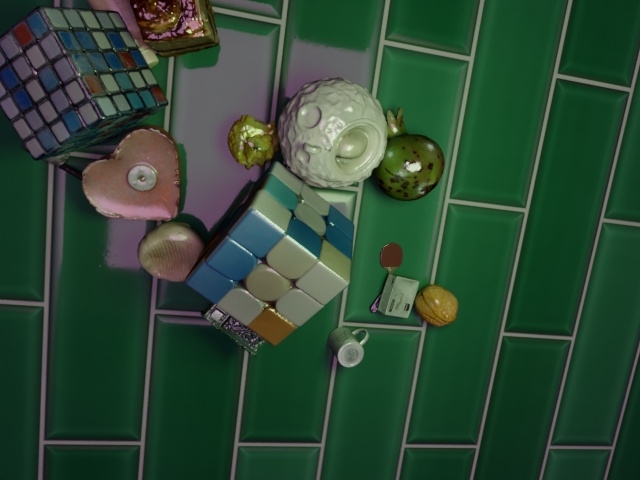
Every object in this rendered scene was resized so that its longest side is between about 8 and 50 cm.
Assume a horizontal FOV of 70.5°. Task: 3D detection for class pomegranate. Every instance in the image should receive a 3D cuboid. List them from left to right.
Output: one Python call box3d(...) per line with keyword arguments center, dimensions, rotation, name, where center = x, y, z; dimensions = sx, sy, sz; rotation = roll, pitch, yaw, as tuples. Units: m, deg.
box3d(center=(0.266, -0.278, 1.495), dimensions=(0.242, 0.242, 0.306), rotation=(-38, 96, -1), name="pomegranate")

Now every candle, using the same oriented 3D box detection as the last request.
box3d(center=(-0.547, -0.192, 1.417), dimensions=(0.317, 0.131, 0.287), rotation=(-41, 113, 8), name="candle")

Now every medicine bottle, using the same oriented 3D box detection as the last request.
box3d(center=(-0.573, -0.629, 1.330), dimensions=(0.114, 0.114, 0.252), rotation=(-30, 104, -4), name="medicine bottle")

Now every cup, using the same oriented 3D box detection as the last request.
box3d(center=(0.100, 0.368, 1.632), dimensions=(0.099, 0.133, 0.136), rotation=(28, 95, -17), name="cup")

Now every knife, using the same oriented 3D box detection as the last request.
box3d(center=(-0.820, -0.258, 1.406), dimensions=(0.230, 0.028, 0.060), rotation=(29, 82, -11), name="knife")
box3d(center=(0.225, 0.217, 1.685), dimensions=(0.031, 0.018, 0.121), rotation=(37, 92, -7), name="knife")

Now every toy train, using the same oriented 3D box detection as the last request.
box3d(center=(-0.261, 0.249, 1.515), dimensions=(0.272, 0.188, 0.159), rotation=(42, 90, -13), name="toy train")

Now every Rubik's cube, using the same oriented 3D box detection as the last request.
box3d(center=(-0.654, -0.420, 1.220), dimensions=(0.292, 0.287, 0.293), rotation=(-21, 105, 24), name="Rubik's cube")
box3d(center=(-0.134, 0.034, 1.366), dimensions=(0.347, 0.346, 0.344), rotation=(37, 119, -16), name="Rubik's cube")

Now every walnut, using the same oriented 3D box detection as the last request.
box3d(center=(0.428, 0.242, 1.668), dimensions=(0.180, 0.144, 0.144), rotation=(28, 95, -20), name="walnut")

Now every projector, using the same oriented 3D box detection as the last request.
box3d(center=(0.285, 0.202, 1.662), dimensions=(0.115, 0.061, 0.147), rotation=(14, 97, -28), name="projector")

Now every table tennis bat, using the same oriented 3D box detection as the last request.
box3d(center=(0.261, 0.086, 1.670), dimensions=(0.087, 0.013, 0.156), rotation=(-1, 99, -12), name="table tennis bat")

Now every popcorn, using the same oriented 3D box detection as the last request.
box3d(center=(-0.210, -0.319, 1.452), dimensions=(0.174, 0.142, 0.173), rotation=(-1, 79, 3), name="popcorn")

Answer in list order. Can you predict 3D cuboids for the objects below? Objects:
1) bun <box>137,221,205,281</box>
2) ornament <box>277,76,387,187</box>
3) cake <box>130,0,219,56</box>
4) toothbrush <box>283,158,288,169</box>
box3d(center=(-0.472, 0.026, 1.457), dimensions=(0.231, 0.133, 0.231), rotation=(-3, 134, -4), name="bun")
box3d(center=(0.030, -0.331, 1.394), dimensions=(0.337, 0.337, 0.337), rotation=(-2, 101, -10), name="ornament")
box3d(center=(-0.409, -0.646, 1.267), dimensions=(0.199, 0.293, 0.196), rotation=(-11, 103, -4), name="cake")
box3d(center=(-0.141, -0.165, 1.545), dimensions=(0.025, 0.019, 0.275), rotation=(14, 98, -7), name="toothbrush")
